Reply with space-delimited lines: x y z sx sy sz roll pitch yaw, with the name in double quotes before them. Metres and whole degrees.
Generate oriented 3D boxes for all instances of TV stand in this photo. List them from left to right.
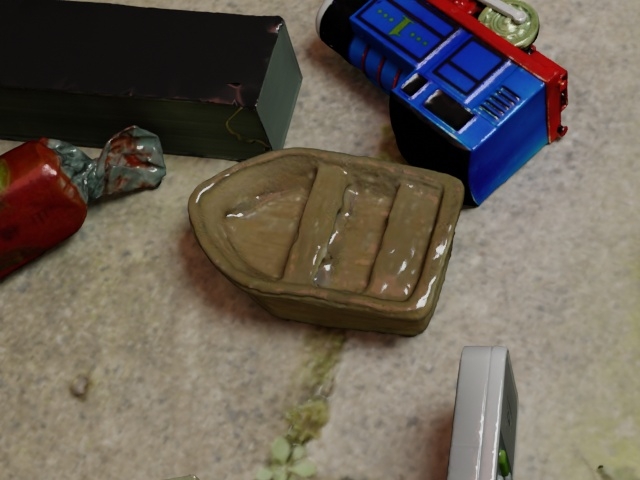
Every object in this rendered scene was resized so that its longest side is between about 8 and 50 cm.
"TV stand" -0.157 -0.127 0.870 0.270 0.082 0.088 6 62 14

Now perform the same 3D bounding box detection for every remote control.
"remote control" 0.087 0.189 0.633 0.034 0.103 0.250 2 61 16

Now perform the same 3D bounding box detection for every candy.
"candy" -0.249 -0.008 0.823 0.292 0.086 0.059 -29 50 -5

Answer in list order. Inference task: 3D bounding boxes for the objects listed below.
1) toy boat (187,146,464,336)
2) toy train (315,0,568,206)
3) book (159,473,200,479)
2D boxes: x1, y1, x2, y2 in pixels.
"toy boat" 0.000 0.000 0.779 0.188 0.061 0.116 11 66 17
"toy train" 0.083 -0.133 0.823 0.131 0.082 0.204 -42 61 -10
"book" -0.144 0.273 0.683 0.170 0.018 0.241 -12 59 7
